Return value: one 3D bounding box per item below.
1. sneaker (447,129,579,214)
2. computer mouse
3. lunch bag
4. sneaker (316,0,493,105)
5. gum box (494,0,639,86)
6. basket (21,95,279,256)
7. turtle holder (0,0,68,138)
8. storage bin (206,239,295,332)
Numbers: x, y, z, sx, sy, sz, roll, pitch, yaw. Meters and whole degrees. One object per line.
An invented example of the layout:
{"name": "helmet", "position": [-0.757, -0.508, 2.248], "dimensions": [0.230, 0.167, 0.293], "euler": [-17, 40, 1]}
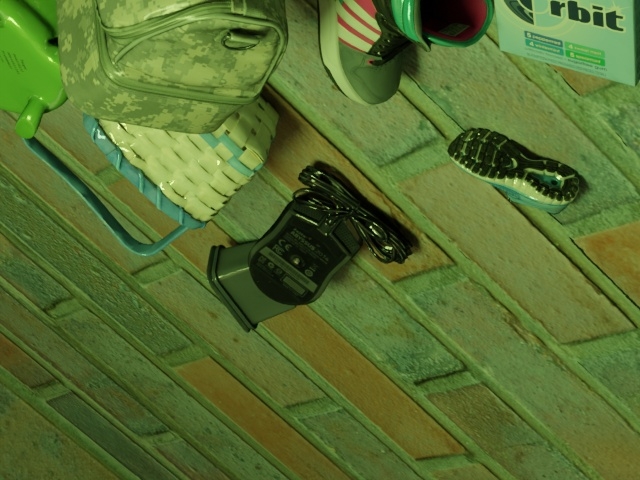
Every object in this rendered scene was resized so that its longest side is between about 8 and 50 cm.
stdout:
{"name": "sneaker", "position": [0.222, -0.071, 1.917], "dimensions": [0.162, 0.063, 0.073], "euler": [27, 154, 11]}
{"name": "computer mouse", "position": [0.000, 0.000, 2.254], "dimensions": [0.188, 0.072, 0.272], "euler": [40, 139, -8]}
{"name": "lunch bag", "position": [-0.139, -0.296, 1.684], "dimensions": [0.212, 0.305, 0.256], "euler": [9, 155, -33]}
{"name": "sneaker", "position": [0.098, -0.235, 1.738], "dimensions": [0.178, 0.124, 0.295], "euler": [29, 151, 28]}
{"name": "gum box", "position": [0.251, -0.249, 1.634], "dimensions": [0.157, 0.041, 0.184], "euler": [19, 148, 25]}
{"name": "basket", "position": [-0.212, -0.122, 2.098], "dimensions": [0.289, 0.201, 0.255], "euler": [-30, 117, 25]}
{"name": "turtle holder", "position": [-0.364, -0.290, 1.998], "dimensions": [0.320, 0.227, 0.243], "euler": [-6, 132, 48]}
{"name": "storage bin", "position": [-0.095, 0.057, 2.418], "dimensions": [0.091, 0.098, 0.135], "euler": [-17, 129, 21]}
